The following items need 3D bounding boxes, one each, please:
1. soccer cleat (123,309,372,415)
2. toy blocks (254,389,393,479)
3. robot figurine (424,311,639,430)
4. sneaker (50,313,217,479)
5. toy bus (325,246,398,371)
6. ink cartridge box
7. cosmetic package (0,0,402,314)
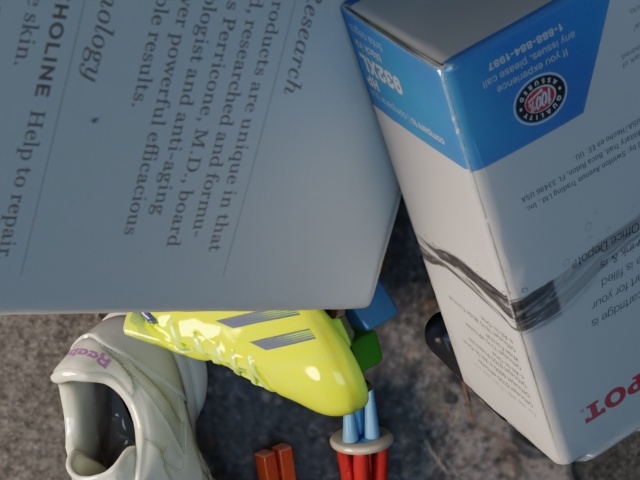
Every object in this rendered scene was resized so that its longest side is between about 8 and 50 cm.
[{"bbox_3d":[-0.074,0.060,1.237,0.121,0.289,0.093,-31,132,-23],"label":"soccer cleat"},{"bbox_3d":[0.000,0.192,1.382,0.123,0.054,0.148,-4,105,-1],"label":"toy blocks"},{"bbox_3d":[0.198,0.019,1.278,0.278,0.173,0.209,47,134,-12],"label":"robot figurine"},{"bbox_3d":[-0.138,0.206,1.327,0.114,0.152,0.305,-11,102,29],"label":"sneaker"},{"bbox_3d":[0.004,-0.005,1.300,0.104,0.202,0.191,-27,100,-27],"label":"toy bus"},{"bbox_3d":[0.172,-0.049,1.058,0.223,0.129,0.307,-30,125,-15],"label":"ink cartridge box"},{"bbox_3d":[-0.169,-0.158,1.060,0.394,0.329,0.327,1,109,-44],"label":"cosmetic package"}]
